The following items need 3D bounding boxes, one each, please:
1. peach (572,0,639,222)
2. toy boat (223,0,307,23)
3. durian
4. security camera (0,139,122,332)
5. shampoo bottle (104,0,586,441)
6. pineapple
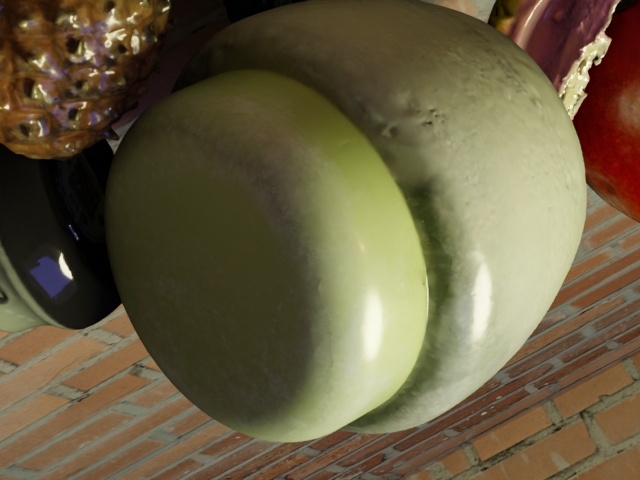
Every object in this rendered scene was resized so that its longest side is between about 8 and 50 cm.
[{"bbox_3d":[0.418,-0.168,1.449,0.406,0.310,0.335,-36,165,7],"label":"peach"},{"bbox_3d":[0.045,-0.255,1.186,0.292,0.070,0.210,-33,162,7],"label":"toy boat"},{"bbox_3d":[0.199,-0.219,1.284,0.191,0.112,0.341,-71,-177,-70],"label":"durian"},{"bbox_3d":[-0.301,0.003,1.204,0.277,0.191,0.197,-17,121,15],"label":"security camera"},{"bbox_3d":[0.025,-0.023,1.161,0.317,0.322,0.322,-30,166,-40],"label":"shampoo bottle"},{"bbox_3d":[-0.146,-0.193,1.039,0.158,0.158,0.278,3,131,-51],"label":"pineapple"}]
